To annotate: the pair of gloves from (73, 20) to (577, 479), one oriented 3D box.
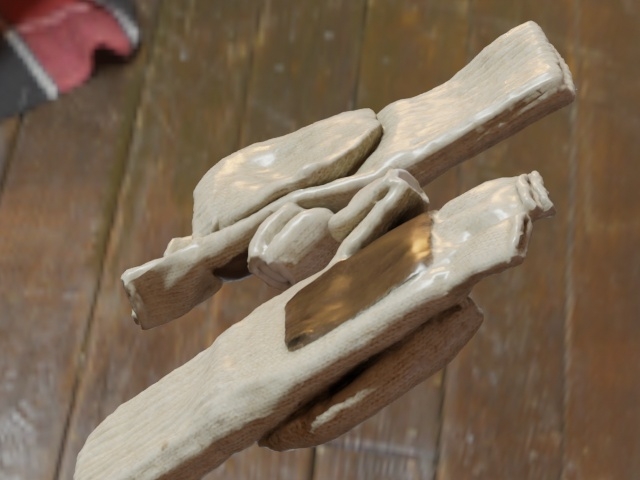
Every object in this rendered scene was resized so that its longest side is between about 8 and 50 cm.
[{"bbox_3d":[0.000,0.000,0.745,0.204,0.042,0.240,-28,21,19],"label":"pair of gloves"}]
